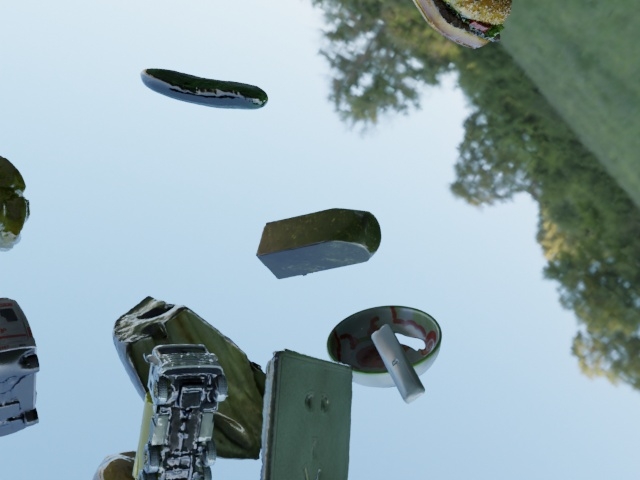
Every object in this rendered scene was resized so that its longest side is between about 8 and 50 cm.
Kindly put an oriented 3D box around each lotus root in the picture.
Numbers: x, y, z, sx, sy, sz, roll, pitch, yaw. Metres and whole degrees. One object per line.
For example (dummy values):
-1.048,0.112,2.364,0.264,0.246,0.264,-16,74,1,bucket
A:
-0.208,0.225,1.146,0.314,0.142,0.210,56,-131,-22,lotus root

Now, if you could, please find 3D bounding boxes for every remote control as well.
0.153,0.245,1.430,0.027,0.050,0.184,43,-166,-43,remote control

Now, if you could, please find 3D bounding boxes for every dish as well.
0.184,0.320,1.981,0.324,0.124,0.324,-8,-153,4,dish

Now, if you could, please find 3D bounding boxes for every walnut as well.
-0.346,0.465,1.300,0.166,0.149,0.166,54,174,8,walnut

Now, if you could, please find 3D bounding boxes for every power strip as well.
-0.030,0.250,0.890,0.064,0.213,0.198,-4,162,28,power strip

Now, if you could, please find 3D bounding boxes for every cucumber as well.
-0.215,-0.270,1.264,0.284,0.056,0.056,15,-162,24,cucumber

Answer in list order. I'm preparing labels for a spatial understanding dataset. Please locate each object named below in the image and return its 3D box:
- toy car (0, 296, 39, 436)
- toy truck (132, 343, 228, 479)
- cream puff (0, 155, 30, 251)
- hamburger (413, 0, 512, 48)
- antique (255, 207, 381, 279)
-0.429,0.175,0.936,0.089,0.210,0.108,-12,-129,-32,toy car
-0.199,0.249,0.956,0.098,0.227,0.114,3,-160,-26,toy truck
-0.569,-0.063,1.131,0.194,0.195,0.221,38,-164,17,cream puff
0.189,-0.335,0.945,0.166,0.087,0.137,-7,-118,-51,hamburger
0.000,0.000,1.259,0.080,0.220,0.081,49,-140,-39,antique
